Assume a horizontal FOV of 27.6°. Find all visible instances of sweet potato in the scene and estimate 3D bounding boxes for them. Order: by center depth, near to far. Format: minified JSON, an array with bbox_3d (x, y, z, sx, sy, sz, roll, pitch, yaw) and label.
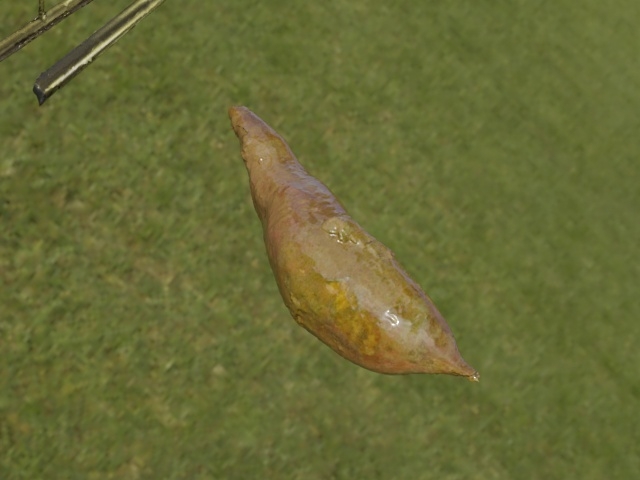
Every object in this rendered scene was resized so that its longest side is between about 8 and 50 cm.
[{"bbox_3d":[-0.004,0.003,0.701,0.068,0.068,0.226,8,36,-53],"label":"sweet potato"}]

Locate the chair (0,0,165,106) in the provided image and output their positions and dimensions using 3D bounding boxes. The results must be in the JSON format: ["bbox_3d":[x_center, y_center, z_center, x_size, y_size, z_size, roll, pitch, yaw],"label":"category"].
[{"bbox_3d":[-0.082,-0.199,0.665,0.325,0.170,0.160,-43,118,-34],"label":"chair"}]
